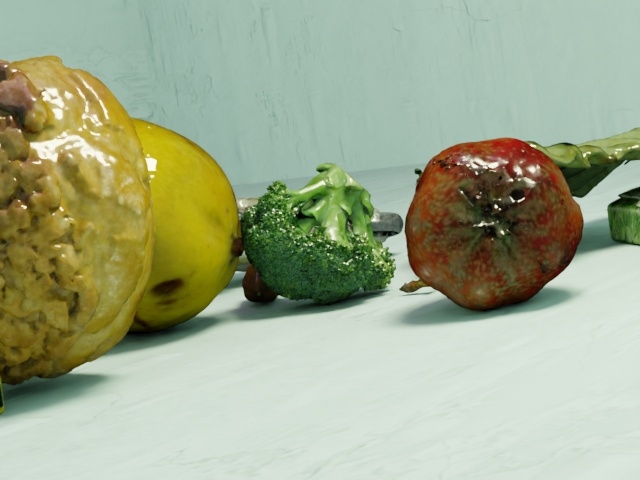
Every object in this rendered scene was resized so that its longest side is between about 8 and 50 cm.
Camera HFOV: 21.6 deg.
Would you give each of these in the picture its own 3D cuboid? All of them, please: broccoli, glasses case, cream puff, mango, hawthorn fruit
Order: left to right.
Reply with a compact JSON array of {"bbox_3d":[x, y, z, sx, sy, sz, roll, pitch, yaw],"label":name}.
[{"bbox_3d":[-0.313,-0.023,1.571,0.231,0.327,0.343,-10,35,-42],"label":"cream puff"},{"bbox_3d":[-0.281,-0.020,1.888,0.445,0.221,0.301,2,-24,41],"label":"mango"},{"bbox_3d":[0.000,0.000,1.879,0.156,0.195,0.195,-51,11,-4],"label":"broccoli"},{"bbox_3d":[0.164,-0.015,1.686,0.181,0.181,0.235,-10,-4,-5],"label":"hawthorn fruit"},{"bbox_3d":[0.420,-0.028,1.904,0.095,0.062,0.272,-10,5,-12],"label":"glasses case"}]

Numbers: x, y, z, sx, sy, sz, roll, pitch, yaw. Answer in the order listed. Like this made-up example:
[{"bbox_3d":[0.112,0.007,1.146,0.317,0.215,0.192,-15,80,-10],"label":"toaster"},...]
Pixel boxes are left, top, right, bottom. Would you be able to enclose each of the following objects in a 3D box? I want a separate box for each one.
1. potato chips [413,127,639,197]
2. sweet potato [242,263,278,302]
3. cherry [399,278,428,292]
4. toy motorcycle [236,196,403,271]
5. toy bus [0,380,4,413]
[{"bbox_3d":[0.299,-0.085,2.054,0.373,0.097,0.389,-12,-7,-19],"label":"potato chips"},{"bbox_3d":[-0.068,0.052,1.963,0.049,0.049,0.117,-9,9,2],"label":"sweet potato"},{"bbox_3d":[0.146,0.004,1.927,0.107,0.090,0.225,10,24,36],"label":"cherry"},{"bbox_3d":[-0.065,-0.009,2.221,0.340,0.108,0.223,0,-9,-32],"label":"toy motorcycle"},{"bbox_3d":[-0.336,0.137,1.481,0.102,0.052,0.058,-6,4,10],"label":"toy bus"}]
